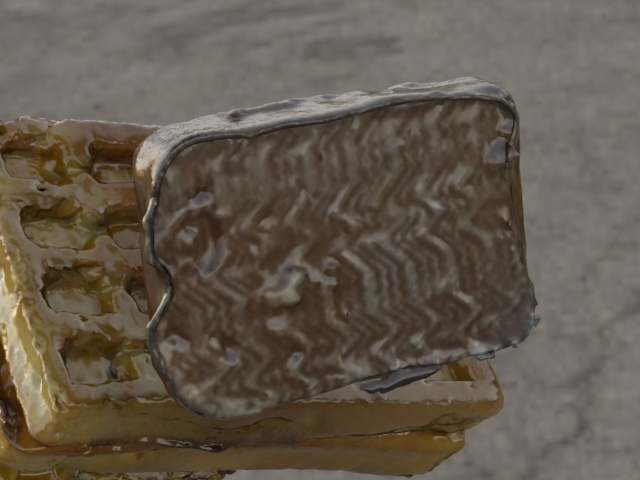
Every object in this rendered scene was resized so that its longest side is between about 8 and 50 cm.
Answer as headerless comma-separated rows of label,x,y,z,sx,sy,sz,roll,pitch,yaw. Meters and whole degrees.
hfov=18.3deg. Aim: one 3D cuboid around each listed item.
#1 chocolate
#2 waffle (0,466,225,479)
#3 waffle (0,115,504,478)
chocolate,0.000,0.000,1.007,0.214,0.148,0.093,-10,11,-20
waffle,-0.205,0.155,1.412,0.259,0.293,0.069,-29,46,-3
waffle,-0.064,0.036,1.196,0.327,0.098,0.224,6,49,-37
